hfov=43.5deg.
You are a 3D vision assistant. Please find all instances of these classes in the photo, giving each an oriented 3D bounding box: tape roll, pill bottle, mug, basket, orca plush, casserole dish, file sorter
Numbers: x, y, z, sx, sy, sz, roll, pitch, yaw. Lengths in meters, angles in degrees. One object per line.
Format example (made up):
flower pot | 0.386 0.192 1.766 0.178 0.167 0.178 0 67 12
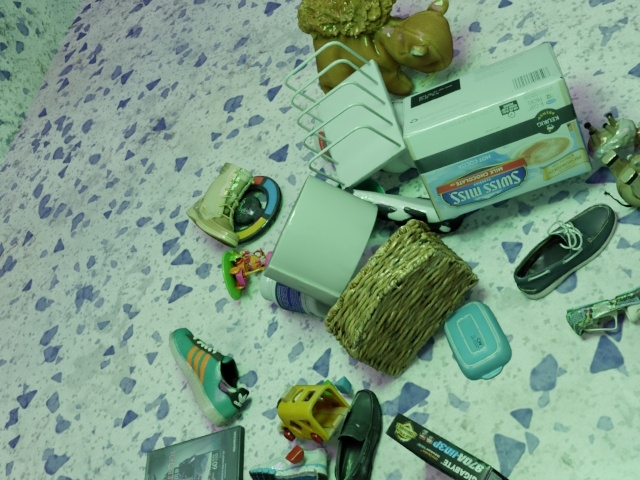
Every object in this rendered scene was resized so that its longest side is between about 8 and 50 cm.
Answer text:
tape roll | 0.000 0.000 1.750 0.246 0.169 0.246 -156 90 -85
pill bottle | -0.053 0.117 1.934 0.186 0.112 0.112 7 62 39
mug | 0.100 -0.088 1.981 0.157 0.097 0.129 -35 68 -26
basket | 0.137 0.095 1.704 0.299 0.213 0.223 -51 41 11
pill bottle | 0.149 -0.265 2.034 0.318 0.176 0.176 15 67 42
orca plush | 0.183 -0.046 1.864 0.287 0.102 0.151 7 16 -4
casserole dish | 0.317 0.200 1.656 0.114 0.037 0.188 -32 45 13
file sorter | 0.049 -0.299 1.895 0.192 0.173 0.278 -33 56 28

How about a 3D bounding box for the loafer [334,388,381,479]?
loafer | 0.075 0.405 1.642 0.076 0.078 0.223 -8 53 31

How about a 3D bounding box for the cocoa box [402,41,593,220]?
cocoa box | 0.378 -0.235 1.751 0.346 0.228 0.231 -19 27 17

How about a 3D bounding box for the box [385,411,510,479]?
box | 0.245 0.403 1.449 0.220 0.175 0.051 23 75 44

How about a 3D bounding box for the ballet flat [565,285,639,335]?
ballet flat | 0.563 0.133 1.519 0.188 0.070 0.070 -23 47 22

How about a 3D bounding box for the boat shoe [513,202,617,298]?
boat shoe | 0.496 0.009 1.639 0.254 0.079 0.095 -40 43 4

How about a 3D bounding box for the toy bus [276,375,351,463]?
toy bus | -0.038 0.355 1.695 0.202 0.104 0.191 -35 19 9

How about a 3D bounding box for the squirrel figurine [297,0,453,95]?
squirrel figurine | 0.149 -0.546 2.093 0.370 0.397 0.281 7 57 49

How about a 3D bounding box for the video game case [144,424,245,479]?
video game case | -0.295 0.549 1.841 0.274 0.026 0.196 -20 48 22

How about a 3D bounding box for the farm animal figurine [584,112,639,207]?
farm animal figurine | 0.713 -0.167 1.565 0.326 0.172 0.330 -35 42 29

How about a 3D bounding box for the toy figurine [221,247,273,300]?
toy figurine | -0.155 0.064 2.075 0.159 0.130 0.173 -13 25 11

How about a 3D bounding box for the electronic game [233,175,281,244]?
electronic game | -0.208 -0.086 2.251 0.229 0.048 0.229 -20 48 24

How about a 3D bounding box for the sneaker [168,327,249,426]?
sneaker | -0.266 0.307 1.954 0.121 0.108 0.302 -40 51 2

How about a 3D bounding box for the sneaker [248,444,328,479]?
sneaker | -0.063 0.478 1.706 0.190 0.071 0.083 -12 39 25

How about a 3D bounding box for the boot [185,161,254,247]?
boot | -0.250 -0.102 2.191 0.203 0.095 0.262 -53 34 -1
